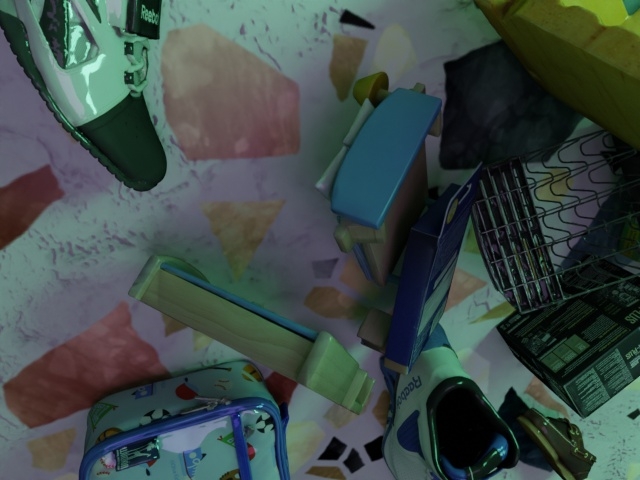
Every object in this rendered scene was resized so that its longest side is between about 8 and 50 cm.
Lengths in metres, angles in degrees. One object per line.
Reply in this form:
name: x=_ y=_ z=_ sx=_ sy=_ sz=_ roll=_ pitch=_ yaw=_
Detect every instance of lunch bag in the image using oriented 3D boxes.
lunch bag: x=-0.146 y=0.300 z=0.643 sx=0.243 sy=0.115 sz=0.303 roll=-11 pitch=115 yaw=-15

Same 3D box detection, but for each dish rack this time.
dish rack: x=0.318 y=-0.032 z=0.645 sx=0.272 sy=0.074 sz=0.208 roll=-18 pitch=91 yaw=-4

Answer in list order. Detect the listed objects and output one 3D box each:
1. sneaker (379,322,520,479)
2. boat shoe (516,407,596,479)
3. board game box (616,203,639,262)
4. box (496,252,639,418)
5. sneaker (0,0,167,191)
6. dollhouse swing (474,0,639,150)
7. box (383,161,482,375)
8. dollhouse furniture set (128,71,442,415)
sneaker: x=0.163 y=0.277 z=0.688 sx=0.128 sy=0.182 sz=0.315 roll=-15 pitch=114 yaw=-9
boat shoe: x=0.383 y=0.320 z=0.838 sx=0.073 sy=0.073 sz=0.207 roll=-42 pitch=124 yaw=0
board game box: x=0.556 y=-0.124 z=0.727 sx=0.214 sy=0.046 sz=0.317 roll=0 pitch=111 yaw=-16
box: x=0.363 y=0.122 z=0.708 sx=0.180 sy=0.147 sz=0.077 roll=-39 pitch=116 yaw=0
sneaker: x=-0.181 y=-0.200 z=0.426 sx=0.146 sy=0.122 sz=0.330 roll=-24 pitch=116 yaw=-5
dollhouse swing: x=0.397 y=-0.200 z=0.434 sx=0.315 sy=0.346 sz=0.305 roll=16 pitch=119 yaw=-50
box: x=0.128 y=0.027 z=0.593 sx=0.037 sy=0.136 sz=0.225 roll=21 pitch=124 yaw=22
dollhouse furniture set: x=0.000 y=0.000 z=0.589 sx=0.303 sy=0.198 sz=0.286 roll=-62 pitch=157 yaw=-15
